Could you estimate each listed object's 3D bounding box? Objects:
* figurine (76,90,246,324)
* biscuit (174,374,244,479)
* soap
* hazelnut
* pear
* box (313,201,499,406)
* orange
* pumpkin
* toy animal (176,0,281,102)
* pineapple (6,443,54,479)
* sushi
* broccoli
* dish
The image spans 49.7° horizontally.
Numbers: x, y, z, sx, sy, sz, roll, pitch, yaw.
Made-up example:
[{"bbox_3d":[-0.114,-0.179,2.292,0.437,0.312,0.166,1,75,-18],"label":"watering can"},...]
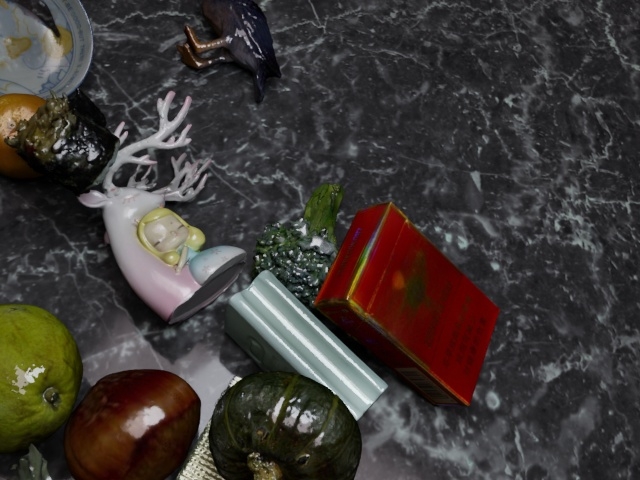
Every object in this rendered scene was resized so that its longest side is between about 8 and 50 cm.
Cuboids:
[{"bbox_3d":[-0.257,-0.049,1.183,0.315,0.206,0.284,45,69,6],"label":"figurine"},{"bbox_3d":[-0.132,0.348,1.062,0.150,0.052,0.252,29,61,-2],"label":"biscuit"},{"bbox_3d":[-0.031,0.187,1.104,0.265,0.159,0.087,43,63,12],"label":"soap"},{"bbox_3d":[-0.271,0.271,0.998,0.178,0.178,0.204,38,57,9],"label":"hazelnut"},{"bbox_3d":[-0.445,0.191,0.973,0.269,0.212,0.212,4,49,43],"label":"pear"},{"bbox_3d":[0.152,0.110,1.142,0.313,0.089,0.197,42,58,-26],"label":"box"},{"bbox_3d":[-0.527,-0.184,1.226,0.155,0.134,0.154,1,86,-8],"label":"orange"},{"bbox_3d":[-0.050,0.287,0.966,0.224,0.223,0.157,28,34,4],"label":"pumpkin"},{"bbox_3d":[-0.185,-0.417,1.415,0.185,0.122,0.298,-38,76,-26],"label":"toy animal"},{"bbox_3d":[-0.411,0.445,0.864,0.223,0.223,0.357,17,60,-2],"label":"pineapple"},{"bbox_3d":[-0.401,-0.163,1.093,0.147,0.115,0.212,-51,37,-5],"label":"sushi"},{"bbox_3d":[0.014,0.012,1.223,0.199,0.177,0.275,33,48,13],"label":"broccoli"},{"bbox_3d":[-0.586,-0.382,1.309,0.273,0.134,0.273,-1,92,-40],"label":"dish"}]
